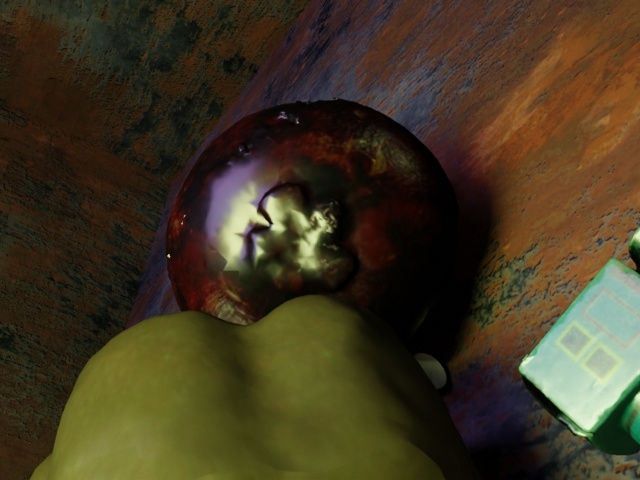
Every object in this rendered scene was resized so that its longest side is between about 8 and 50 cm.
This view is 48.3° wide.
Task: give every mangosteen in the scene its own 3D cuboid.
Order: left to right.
[{"bbox_3d":[0.014,0.008,0.949,0.381,0.421,0.380,-5,81,31],"label":"mangosteen"}]

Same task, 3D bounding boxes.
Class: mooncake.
[{"bbox_3d":[-0.057,0.287,0.656,0.467,0.467,0.262,-55,28,19],"label":"mooncake"}]

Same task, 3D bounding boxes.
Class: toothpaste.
[{"bbox_3d":[0.077,0.233,0.935,0.234,0.057,0.089,-53,18,36],"label":"toothpaste"}]

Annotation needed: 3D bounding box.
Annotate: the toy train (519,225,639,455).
[{"bbox_3d":[0.283,0.109,0.430,0.194,0.120,0.298,-52,44,9],"label":"toy train"}]
